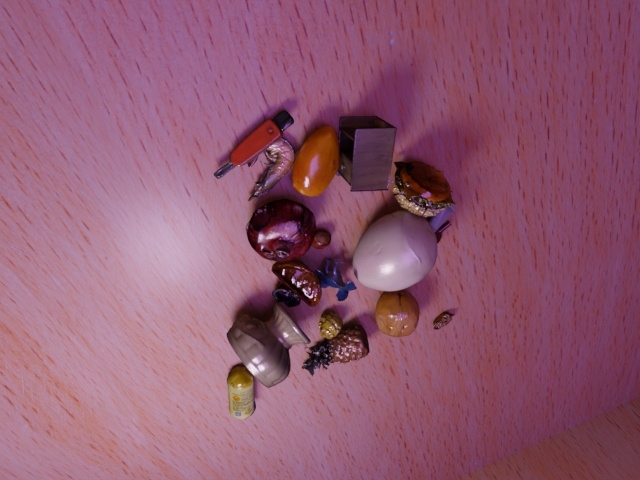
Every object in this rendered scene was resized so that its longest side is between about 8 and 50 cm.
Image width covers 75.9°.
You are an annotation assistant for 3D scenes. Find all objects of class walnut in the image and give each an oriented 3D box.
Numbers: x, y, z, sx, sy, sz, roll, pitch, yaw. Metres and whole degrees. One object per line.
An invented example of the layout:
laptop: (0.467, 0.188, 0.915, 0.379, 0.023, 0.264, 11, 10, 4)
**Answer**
walnut: (0.336, 0.319, 1.793, 0.193, 0.193, 0.225, -16, 124, -7)

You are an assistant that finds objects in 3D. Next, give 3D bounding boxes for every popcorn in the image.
popcorn: (0.038, 0.365, 1.772, 0.116, 0.121, 0.106, -41, 87, 0)

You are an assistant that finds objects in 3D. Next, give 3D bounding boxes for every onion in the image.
onion: (-0.132, -0.023, 1.447, 0.252, 0.219, 0.252, -4, 125, -6)

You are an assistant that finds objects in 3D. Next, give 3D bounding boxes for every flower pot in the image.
flower pot: (-0.198, 0.396, 1.634, 0.244, 0.307, 0.307, -39, 122, -11)

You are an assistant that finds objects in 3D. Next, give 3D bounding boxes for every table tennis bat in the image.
table tennis bat: (0.489, -0.025, 1.733, 0.155, 0.019, 0.098, -42, 128, 5)

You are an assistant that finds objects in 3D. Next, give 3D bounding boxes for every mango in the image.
mango: (-0.011, -0.269, 1.402, 0.154, 0.126, 0.252, 10, 114, -33)

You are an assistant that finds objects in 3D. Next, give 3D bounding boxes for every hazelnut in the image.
hazelnut: (0.000, 0.000, 1.583, 0.086, 0.086, 0.086, -7, 119, -12)

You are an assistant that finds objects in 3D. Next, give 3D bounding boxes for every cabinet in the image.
cabinet: (0.145, -0.296, 1.402, 0.148, 0.174, 0.215, -5, 120, -13)

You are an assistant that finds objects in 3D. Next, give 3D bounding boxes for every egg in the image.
egg: (0.278, 0.051, 1.570, 0.283, 0.283, 0.345, 35, 120, -29)

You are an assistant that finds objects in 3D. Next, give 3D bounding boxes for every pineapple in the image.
pineapple: (0.048, 0.497, 1.835, 0.341, 0.169, 0.169, -25, 122, 12)

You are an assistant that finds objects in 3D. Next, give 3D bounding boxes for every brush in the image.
brush: (-0.223, -0.309, 1.352, 0.323, 0.051, 0.070, -37, 90, 5)

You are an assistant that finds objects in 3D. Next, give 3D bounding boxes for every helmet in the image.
helmet: (-0.129, 0.211, 1.658, 0.123, 0.070, 0.098, 38, 133, -16)

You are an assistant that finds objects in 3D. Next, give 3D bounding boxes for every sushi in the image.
sushi: (0.590, 0.386, 1.969, 0.062, 0.060, 0.118, 32, 104, -23)

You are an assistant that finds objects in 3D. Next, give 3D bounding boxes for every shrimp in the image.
shrimp: (-0.193, -0.246, 1.412, 0.144, 0.052, 0.251, 34, 99, -17)

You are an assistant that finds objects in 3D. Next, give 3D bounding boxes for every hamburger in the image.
hamburger: (0.358, -0.182, 1.494, 0.262, 0.243, 0.138, 15, 132, -18)

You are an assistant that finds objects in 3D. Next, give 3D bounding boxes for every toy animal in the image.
toy animal: (0.056, 0.163, 1.636, 0.256, 0.239, 0.176, 5, 87, -54)

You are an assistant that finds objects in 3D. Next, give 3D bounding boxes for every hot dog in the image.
hot dog: (-0.082, 0.154, 1.572, 0.099, 0.160, 0.227, -43, 93, -22)

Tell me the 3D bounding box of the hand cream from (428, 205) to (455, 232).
hand cream: (0.472, -0.075, 1.682, 0.205, 0.050, 0.078, -49, 119, -5)

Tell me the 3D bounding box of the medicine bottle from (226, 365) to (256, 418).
medicine bottle: (-0.351, 0.668, 1.821, 0.124, 0.124, 0.238, -4, 118, -14)
